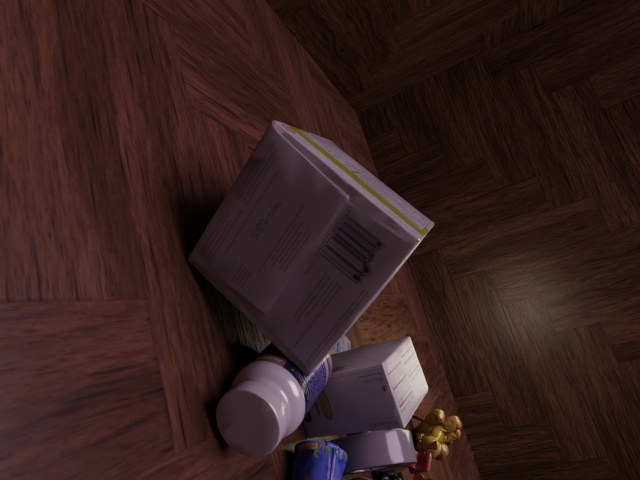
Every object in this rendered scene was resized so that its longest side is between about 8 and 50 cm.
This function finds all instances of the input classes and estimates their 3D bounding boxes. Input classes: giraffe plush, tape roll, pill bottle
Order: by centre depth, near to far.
[{"bbox_3d":[-0.083,0.291,0.813,0.153,0.153,0.264,68,20,-1],"label":"pill bottle"},{"bbox_3d":[0.123,0.526,1.010,0.219,0.219,0.072,42,33,-51],"label":"tape roll"},{"bbox_3d":[0.465,0.811,1.668,0.170,0.210,0.181,-59,150,-59],"label":"giraffe plush"}]

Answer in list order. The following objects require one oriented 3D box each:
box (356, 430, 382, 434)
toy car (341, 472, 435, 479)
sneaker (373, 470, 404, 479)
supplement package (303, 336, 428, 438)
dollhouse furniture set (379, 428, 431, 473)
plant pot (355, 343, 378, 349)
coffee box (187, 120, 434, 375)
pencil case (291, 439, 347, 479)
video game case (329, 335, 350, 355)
[{"bbox_3d":[0.206,0.519,1.291,0.270,0.060,0.216,43,69,-47],"label":"box"},{"bbox_3d":[0.173,0.620,0.953,0.219,0.238,0.210,49,4,-34],"label":"toy car"},{"bbox_3d":[0.214,0.746,1.246,0.121,0.079,0.217,36,29,-51],"label":"sneaker"},{"bbox_3d":[0.098,0.361,1.013,0.204,0.261,0.145,-12,80,-60],"label":"supplement package"},{"bbox_3d":[0.292,0.695,1.082,0.201,0.152,0.374,27,37,-32],"label":"dollhouse furniture set"},{"bbox_3d":[0.150,0.405,1.361,0.095,0.134,0.134,22,45,-32],"label":"plant pot"},{"bbox_3d":[0.000,0.000,0.890,0.338,0.338,0.334,40,18,10],"label":"coffee box"},{"bbox_3d":[-0.002,0.554,0.795,0.119,0.133,0.306,29,36,-22],"label":"pencil case"},{"bbox_3d":[0.045,0.358,1.263,0.193,0.023,0.212,53,26,-37],"label":"video game case"}]
